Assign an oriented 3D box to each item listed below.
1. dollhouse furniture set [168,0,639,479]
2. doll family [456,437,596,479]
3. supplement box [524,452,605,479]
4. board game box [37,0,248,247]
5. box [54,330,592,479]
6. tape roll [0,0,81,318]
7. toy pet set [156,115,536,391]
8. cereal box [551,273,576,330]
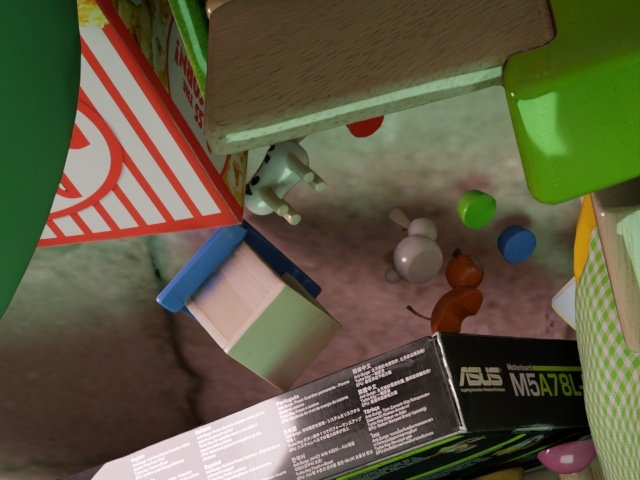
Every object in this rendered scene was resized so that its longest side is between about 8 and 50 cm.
[{"bbox_3d":[0.056,0.030,0.599,0.151,0.197,0.301,-13,126,8],"label":"dollhouse furniture set"},{"bbox_3d":[0.051,0.180,0.768,0.263,0.163,0.118,-13,166,-11],"label":"doll family"},{"bbox_3d":[0.106,0.129,0.854,0.098,0.062,0.036,-11,169,-26],"label":"supplement box"},{"bbox_3d":[-0.123,-0.063,0.649,0.147,0.045,0.193,-7,149,17],"label":"board game box"},{"bbox_3d":[0.019,0.087,0.808,0.191,0.045,0.184,-23,162,30],"label":"box"},{"bbox_3d":[-0.221,-0.030,0.484,0.321,0.321,0.077,-9,143,13],"label":"tape roll"},{"bbox_3d":[0.000,0.000,0.760,0.114,0.065,0.122,-48,133,3],"label":"toy pet set"},{"bbox_3d":[0.212,0.011,0.692,0.173,0.047,0.240,44,137,3],"label":"cereal box"}]
